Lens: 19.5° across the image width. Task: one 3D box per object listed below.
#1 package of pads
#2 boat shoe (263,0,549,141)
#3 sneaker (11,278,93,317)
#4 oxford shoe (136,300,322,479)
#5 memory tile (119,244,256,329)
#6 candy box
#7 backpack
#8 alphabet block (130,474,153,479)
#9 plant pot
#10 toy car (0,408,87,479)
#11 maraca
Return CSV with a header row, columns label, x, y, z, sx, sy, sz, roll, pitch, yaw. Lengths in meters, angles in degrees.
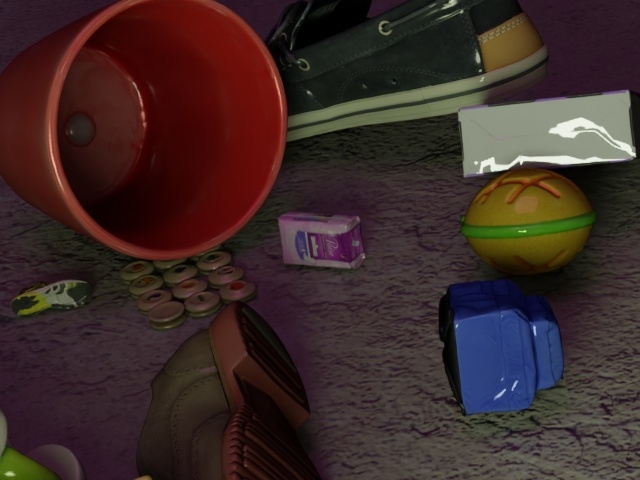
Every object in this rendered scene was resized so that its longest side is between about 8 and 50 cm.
label,x,y,z,sx,sy,sz,roll,pitch,yaw
package of pads,0.000,0.000,1.831,0.083,0.050,0.032,4,26,29
boat shoe,0.014,-0.205,2.056,0.500,0.156,0.187,-8,18,36
sneaker,-0.268,0.051,1.862,0.083,0.031,0.035,-11,26,2
oxford shoe,-0.075,0.190,1.466,0.130,0.123,0.348,-35,25,14
memory tile,-0.134,0.040,1.850,0.113,0.012,0.148,-19,28,-13
candy box,0.232,-0.106,1.843,0.165,0.070,0.196,-6,2,13
backpack,0.149,0.086,1.561,0.101,0.098,0.120,-3,14,-3
alphabet block,-0.153,0.295,1.167,0.197,0.193,0.192,-18,29,-13
plant pot,-0.209,-0.118,1.935,0.275,0.275,0.243,-28,17,-29
toy car,-0.291,0.200,1.489,0.182,0.159,0.136,10,69,35
maraca,0.192,-0.019,1.747,0.127,0.099,0.186,-4,6,-2
